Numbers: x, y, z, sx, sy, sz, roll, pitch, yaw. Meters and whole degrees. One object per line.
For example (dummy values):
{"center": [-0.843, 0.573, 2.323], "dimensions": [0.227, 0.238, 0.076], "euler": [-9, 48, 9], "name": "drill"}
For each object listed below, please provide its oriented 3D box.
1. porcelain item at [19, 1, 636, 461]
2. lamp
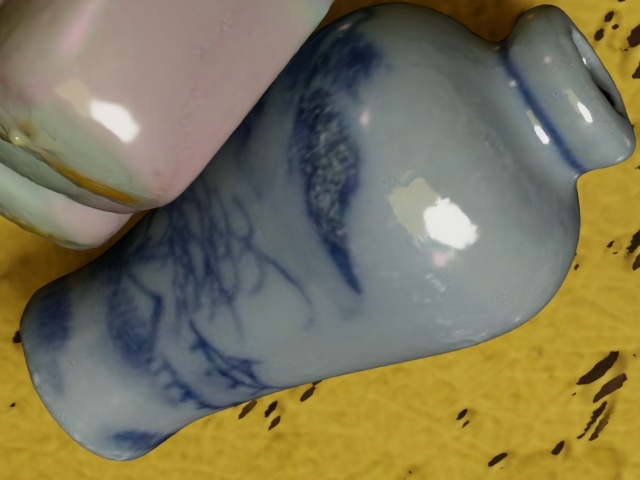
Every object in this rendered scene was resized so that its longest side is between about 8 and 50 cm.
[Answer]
{"center": [0.000, 0.000, 0.507], "dimensions": [0.259, 0.141, 0.141], "euler": [-32, 106, 22], "name": "porcelain item"}
{"center": [-0.125, -0.165, 0.413], "dimensions": [0.301, 0.247, 0.247], "euler": [40, 75, -12], "name": "lamp"}
